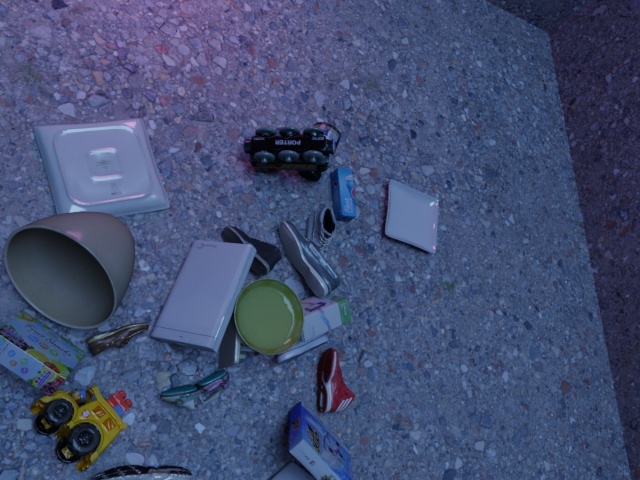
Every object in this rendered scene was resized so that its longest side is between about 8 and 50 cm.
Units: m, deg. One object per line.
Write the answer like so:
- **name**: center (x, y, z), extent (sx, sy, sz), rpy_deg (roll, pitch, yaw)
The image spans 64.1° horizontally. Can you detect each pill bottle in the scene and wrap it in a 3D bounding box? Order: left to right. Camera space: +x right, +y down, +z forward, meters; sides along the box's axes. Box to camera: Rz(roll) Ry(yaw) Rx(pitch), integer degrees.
- **pill bottle**: center (-0.009, -0.353, 2.048), extent (0.122, 0.123, 0.219), rpy_deg (28, 73, -19)

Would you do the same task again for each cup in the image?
- **cup**: center (-0.663, 0.049, 1.446), extent (0.331, 0.331, 0.237), rpy_deg (42, 31, -11)

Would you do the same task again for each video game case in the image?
- **video game case**: center (0.002, 0.664, 1.619), extent (0.061, 0.269, 0.244), rpy_deg (-42, 97, 3)

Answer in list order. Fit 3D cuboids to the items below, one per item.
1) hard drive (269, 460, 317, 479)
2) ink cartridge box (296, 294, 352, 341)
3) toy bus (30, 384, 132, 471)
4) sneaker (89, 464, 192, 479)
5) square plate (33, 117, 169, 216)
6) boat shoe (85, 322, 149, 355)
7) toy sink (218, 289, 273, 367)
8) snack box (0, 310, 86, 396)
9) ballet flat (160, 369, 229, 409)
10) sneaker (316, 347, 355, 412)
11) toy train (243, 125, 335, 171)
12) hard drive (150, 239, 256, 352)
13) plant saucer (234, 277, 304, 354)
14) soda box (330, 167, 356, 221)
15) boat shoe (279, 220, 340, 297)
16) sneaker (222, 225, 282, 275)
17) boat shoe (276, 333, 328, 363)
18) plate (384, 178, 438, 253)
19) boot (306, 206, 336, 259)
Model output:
- **hard drive**: center (-0.134, 0.817, 1.519), extent (0.307, 0.203, 0.040), rpy_deg (-31, 119, -35)
- **ink cartridge box**: center (-0.022, 0.266, 1.796), extent (0.212, 0.154, 0.093), rpy_deg (-19, 105, -33)
- **toy bus**: center (-0.634, 0.472, 1.391), extent (0.220, 0.149, 0.211), rpy_deg (51, 43, -2)
- **sneaker**: center (-0.493, 0.693, 1.410), extent (0.278, 0.107, 0.119), rpy_deg (13, 76, -23)
- **square plate**: center (-0.699, -0.240, 1.659), extent (0.347, 0.049, 0.344), rpy_deg (-14, 80, -33)
- **boat shoe**: center (-0.598, 0.290, 1.520), extent (0.177, 0.064, 0.060), rpy_deg (-16, 86, -27)
- **toy sink**: center (-0.240, 0.296, 1.670), extent (0.131, 0.152, 0.234), rpy_deg (11, 66, -27)
- **snack box**: center (-0.753, 0.295, 1.356), extent (0.207, 0.174, 0.070), rpy_deg (41, 91, -11)
- **ballet flat**: center (-0.380, 0.472, 1.579), extent (0.221, 0.077, 0.079), rpy_deg (-14, 99, -34)
- **sneaker**: center (0.059, 0.502, 1.824), extent (0.128, 0.087, 0.221), rpy_deg (17, 77, -34)
- **toy train**: center (-0.112, -0.329, 1.887), extent (0.333, 0.190, 0.142), rpy_deg (0, 74, 1)
- **hard drive**: center (-0.366, 0.164, 1.617), extent (0.047, 0.232, 0.353), rpy_deg (61, 41, -52)
- **plant saucer**: center (-0.165, 0.241, 1.620), extent (0.240, 0.037, 0.241), rpy_deg (11, 67, -28)
- **soda box**: center (0.093, -0.188, 2.091), extent (0.071, 0.067, 0.210), rpy_deg (5, 71, -29)
- **boat shoe**: center (-0.042, 0.057, 1.877), extent (0.099, 0.116, 0.319), rpy_deg (-25, 74, -31)
- **sneaker**: center (-0.244, 0.021, 1.825), extent (0.222, 0.083, 0.118), rpy_deg (46, 37, 0)
- **boat shoe**: center (-0.075, 0.363, 1.796), extent (0.226, 0.083, 0.076), rpy_deg (-14, 68, -45)
- **plate**: center (0.397, -0.101, 2.251), extent (0.277, 0.045, 0.278), rpy_deg (20, 63, -24)
- **boot**: center (0.000, 0.000, 1.933), extent (0.095, 0.123, 0.258), rpy_deg (10, 68, -27)
